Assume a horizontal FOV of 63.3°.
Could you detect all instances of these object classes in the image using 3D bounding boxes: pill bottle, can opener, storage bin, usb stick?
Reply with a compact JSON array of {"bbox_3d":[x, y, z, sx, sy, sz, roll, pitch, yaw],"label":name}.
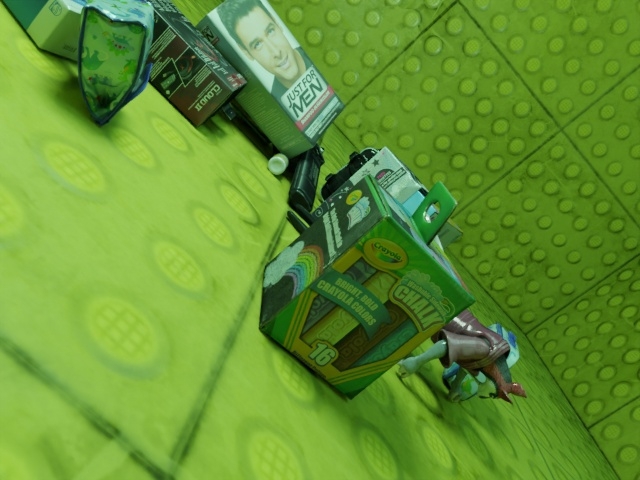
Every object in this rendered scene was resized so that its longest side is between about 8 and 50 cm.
[{"bbox_3d":[-0.102,-0.189,1.273,0.043,0.043,0.083,46,14,-10],"label":"pill bottle"},{"bbox_3d":[0.000,0.000,1.097,0.186,0.073,0.059,44,54,-7],"label":"can opener"},{"bbox_3d":[-0.065,-0.260,1.478,0.122,0.084,0.180,42,15,-25],"label":"storage bin"},{"bbox_3d":[-0.035,-0.155,1.276,0.077,0.045,0.278,57,21,-25],"label":"usb stick"}]

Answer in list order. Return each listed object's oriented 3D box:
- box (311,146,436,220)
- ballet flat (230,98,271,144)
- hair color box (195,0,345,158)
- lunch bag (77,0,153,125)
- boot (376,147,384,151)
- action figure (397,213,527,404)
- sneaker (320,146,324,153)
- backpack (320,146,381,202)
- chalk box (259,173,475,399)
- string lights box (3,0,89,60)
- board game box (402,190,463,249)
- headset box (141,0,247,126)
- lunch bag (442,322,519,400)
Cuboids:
[{"bbox_3d":[0.125,-0.078,1.243,0.142,0.247,0.163,53,15,23],"label":"box"},{"bbox_3d":[-0.212,-0.395,1.336,0.349,0.123,0.123,40,17,-29],"label":"ballet flat"},{"bbox_3d":[-0.123,-0.406,1.271,0.374,0.114,0.185,49,53,-21],"label":"hair color box"},{"bbox_3d":[-0.282,-0.248,0.712,0.097,0.151,0.128,14,31,-21],"label":"lunch bag"},{"bbox_3d":[0.182,-0.234,1.884,0.094,0.207,0.246,51,14,8],"label":"boot"},{"bbox_3d":[0.269,0.169,1.043,0.370,0.275,0.248,41,3,29],"label":"action figure"},{"bbox_3d":[0.002,-0.333,1.951,0.032,0.037,0.083,45,14,-8],"label":"sneaker"},{"bbox_3d":[0.153,-0.097,1.429,0.253,0.225,0.191,58,22,19],"label":"backpack"},{"bbox_3d":[0.079,0.040,0.731,0.179,0.289,0.180,44,16,-20],"label":"chalk box"},{"bbox_3d":[-0.423,-0.389,0.784,0.259,0.077,0.133,51,16,7],"label":"string lights box"},{"bbox_3d":[0.209,0.014,1.270,0.064,0.242,0.317,54,15,22],"label":"board game box"},{"bbox_3d":[-0.281,-0.369,1.076,0.293,0.110,0.218,44,15,-16],"label":"headset box"},{"bbox_3d":[0.380,0.277,1.225,0.090,0.176,0.219,52,16,11],"label":"lunch bag"}]
